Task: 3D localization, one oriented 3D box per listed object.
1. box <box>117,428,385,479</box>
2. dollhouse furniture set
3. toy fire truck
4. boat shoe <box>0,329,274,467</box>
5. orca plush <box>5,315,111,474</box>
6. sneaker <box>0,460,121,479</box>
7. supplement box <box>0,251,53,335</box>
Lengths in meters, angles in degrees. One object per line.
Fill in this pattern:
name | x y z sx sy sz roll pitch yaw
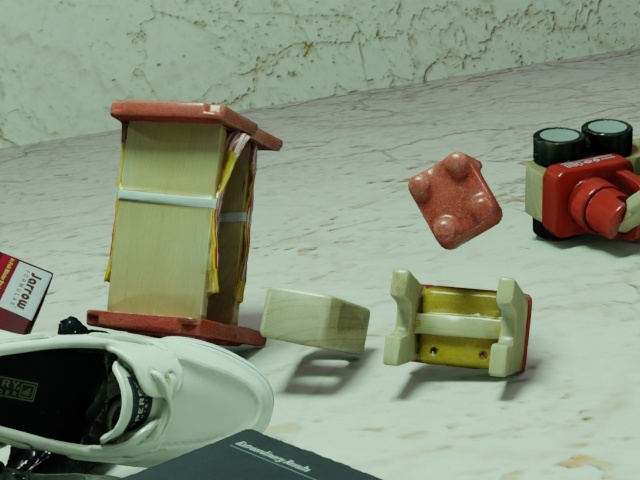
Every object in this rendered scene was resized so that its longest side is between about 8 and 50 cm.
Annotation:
box | -0.063 0.180 0.594 0.207 0.108 0.153 -16 15 -35
dollhouse furniture set | 0.000 0.000 1.113 0.374 0.201 0.152 5 -7 18
toy fire truck | 0.362 -0.061 1.375 0.217 0.158 0.246 -11 25 -19
boat shoe | -0.139 0.103 0.864 0.268 0.096 0.088 16 -5 -31
orca plush | -0.206 0.111 0.985 0.151 0.102 0.287 -2 14 20
sneaker | -0.232 0.156 0.793 0.234 0.106 0.078 -8 14 -3
supplement box | -0.361 0.044 1.092 0.239 0.073 0.130 23 37 -10
